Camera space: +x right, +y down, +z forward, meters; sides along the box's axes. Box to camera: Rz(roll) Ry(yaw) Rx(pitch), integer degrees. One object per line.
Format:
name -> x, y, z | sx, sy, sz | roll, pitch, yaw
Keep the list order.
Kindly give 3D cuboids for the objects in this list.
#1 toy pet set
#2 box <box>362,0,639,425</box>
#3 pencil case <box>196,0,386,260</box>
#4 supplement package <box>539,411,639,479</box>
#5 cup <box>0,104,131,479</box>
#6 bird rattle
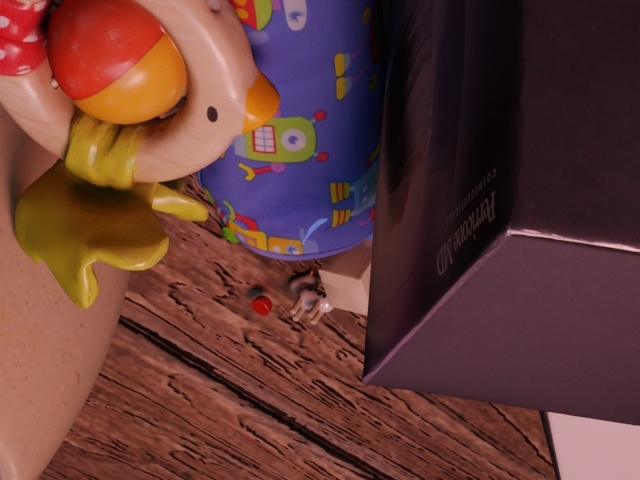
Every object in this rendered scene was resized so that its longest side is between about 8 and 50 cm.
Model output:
toy pet set -> 0.000, 0.000, 1.302 | 0.114, 0.065, 0.122 | 14, 142, 28
box -> 0.142, -0.084, 0.966 | 0.182, 0.294, 0.296 | 7, 161, -9
pencil case -> -0.028, -0.124, 1.101 | 0.133, 0.119, 0.306 | -4, 138, 5
supplement package -> 0.231, 0.034, 1.257 | 0.199, 0.198, 0.263 | -13, 137, 4
cup -> -0.273, 0.061, 1.174 | 0.331, 0.237, 0.331 | -5, 138, -5
bird rattle -> -0.134, -0.106, 1.049 | 0.207, 0.143, 0.253 | -22, 107, 35
